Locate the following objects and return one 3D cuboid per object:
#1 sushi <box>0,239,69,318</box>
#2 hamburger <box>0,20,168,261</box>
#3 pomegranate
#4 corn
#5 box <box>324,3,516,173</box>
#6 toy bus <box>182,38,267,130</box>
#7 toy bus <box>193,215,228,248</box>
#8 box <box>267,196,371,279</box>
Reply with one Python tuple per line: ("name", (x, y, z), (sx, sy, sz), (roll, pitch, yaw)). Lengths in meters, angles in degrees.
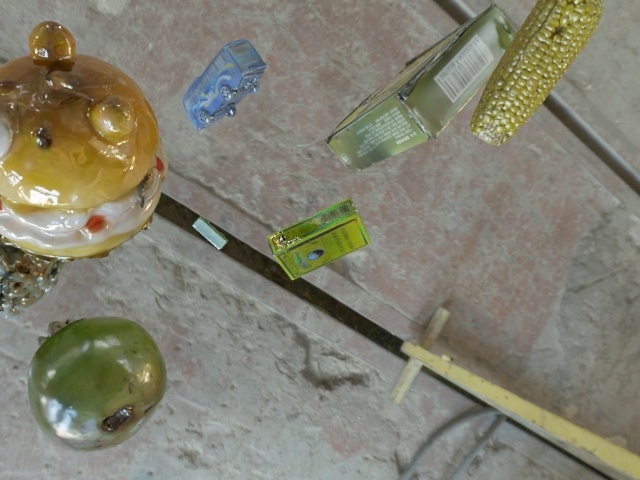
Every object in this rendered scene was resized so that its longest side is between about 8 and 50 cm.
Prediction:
("sushi", (-0.597, -0.040, 0.875), (0.417, 0.417, 0.176), (30, 108, -22))
("hamburger", (-0.339, -0.132, 0.740), (0.276, 0.237, 0.276), (9, 56, -13))
("pomegranate", (-0.307, 0.170, 0.738), (0.179, 0.179, 0.210), (-34, 72, -14))
("corn", (0.384, -0.322, 0.991), (0.119, 0.119, 0.322), (24, 113, -22))
("box", (0.243, -0.367, 1.400), (0.138, 0.420, 0.373), (48, 70, -11))
("toy bus", (-0.198, -0.310, 1.112), (0.079, 0.236, 0.094), (-28, 92, -39))
("toy bus", (-0.244, -0.016, 1.219), (0.083, 0.037, 0.031), (43, 91, -12))
("box", (0.000, 0.000, 1.306), (0.220, 0.064, 0.141), (-23, 147, 4))
